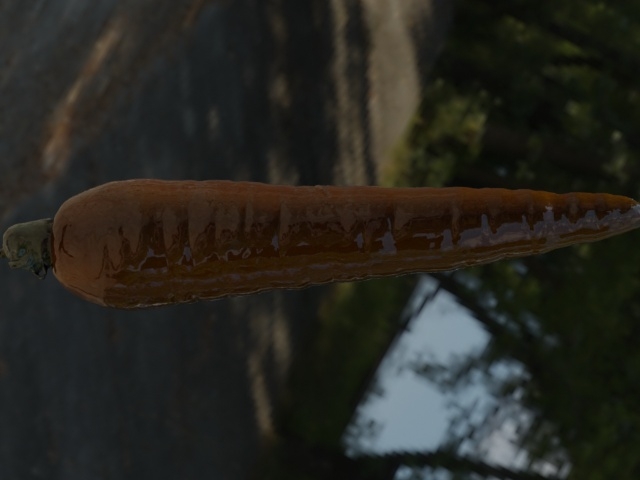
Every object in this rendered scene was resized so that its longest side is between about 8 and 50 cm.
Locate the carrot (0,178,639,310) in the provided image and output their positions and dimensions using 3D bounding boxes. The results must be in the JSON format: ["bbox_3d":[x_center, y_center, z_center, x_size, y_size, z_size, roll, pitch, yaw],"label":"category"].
[{"bbox_3d":[0.000,0.000,0.902,0.069,0.336,0.069,-1,90,-85],"label":"carrot"}]
